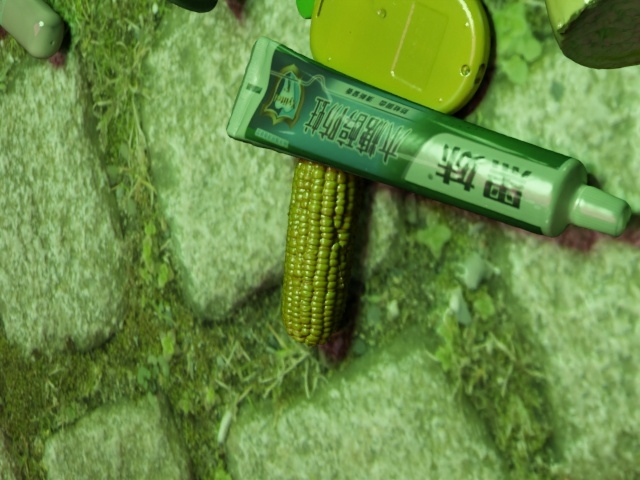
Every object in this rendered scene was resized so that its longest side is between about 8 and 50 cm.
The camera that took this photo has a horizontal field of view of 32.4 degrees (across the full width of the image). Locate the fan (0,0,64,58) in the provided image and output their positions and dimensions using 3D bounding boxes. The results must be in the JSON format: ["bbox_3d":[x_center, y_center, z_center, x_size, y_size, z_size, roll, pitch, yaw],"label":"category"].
[{"bbox_3d":[-0.400,-0.310,1.396,0.244,0.074,0.130,42,123,33],"label":"fan"}]

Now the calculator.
[{"bbox_3d":[0.054,-0.192,0.969,0.235,0.032,0.146,35,119,36],"label":"calculator"}]

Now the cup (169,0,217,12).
[{"bbox_3d":[-0.123,-0.341,1.050,0.150,0.199,0.199,-38,67,23],"label":"cup"}]

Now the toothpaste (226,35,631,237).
[{"bbox_3d":[0.075,-0.080,0.912,0.392,0.061,0.098,23,97,33],"label":"toothpaste"}]

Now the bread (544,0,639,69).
[{"bbox_3d":[0.247,-0.233,0.682,0.261,0.158,0.156,-30,65,36],"label":"bread"}]

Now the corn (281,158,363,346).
[{"bbox_3d":[0.000,0.000,1.027,0.068,0.068,0.207,22,110,42],"label":"corn"}]
